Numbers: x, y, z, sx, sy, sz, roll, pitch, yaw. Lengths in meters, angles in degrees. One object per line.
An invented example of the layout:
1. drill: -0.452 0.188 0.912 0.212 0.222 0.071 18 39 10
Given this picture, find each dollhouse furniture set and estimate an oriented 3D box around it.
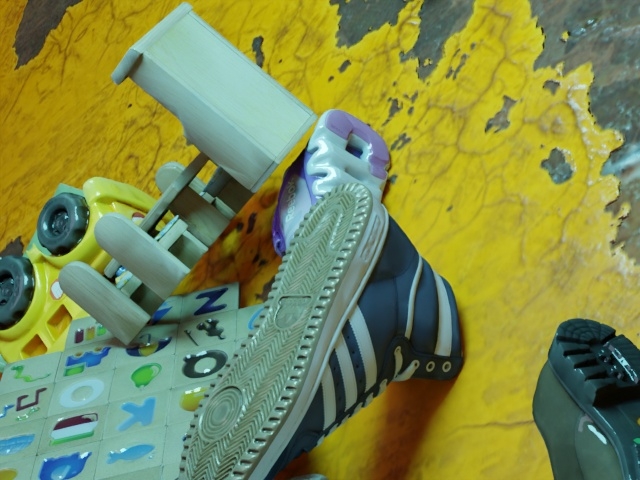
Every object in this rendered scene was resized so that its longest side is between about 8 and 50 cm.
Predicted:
1. dollhouse furniture set: -0.144 -0.069 1.356 0.242 0.161 0.212 -48 4 37

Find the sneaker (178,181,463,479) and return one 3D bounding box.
1. sneaker: 0.011 0.112 1.122 0.099 0.153 0.282 4 60 48

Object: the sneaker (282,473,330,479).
1. sneaker: -0.010 0.266 1.099 0.350 0.131 0.148 175 84 -67

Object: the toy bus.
1. toy bus: -0.225 0.078 1.498 0.220 0.149 0.211 -48 49 15

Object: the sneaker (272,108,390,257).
1. sneaker: 0.000 0.000 1.297 0.104 0.095 0.236 -36 35 40

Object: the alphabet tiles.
1. alphabet tiles: -0.155 0.138 1.268 0.285 0.011 0.342 -13 26 5

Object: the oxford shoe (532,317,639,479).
1. oxford shoe: 0.203 0.160 0.939 0.227 0.082 0.096 -114 37 -48

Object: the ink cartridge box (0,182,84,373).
1. ink cartridge box: -0.352 0.038 1.758 0.171 0.056 0.235 17 83 56
